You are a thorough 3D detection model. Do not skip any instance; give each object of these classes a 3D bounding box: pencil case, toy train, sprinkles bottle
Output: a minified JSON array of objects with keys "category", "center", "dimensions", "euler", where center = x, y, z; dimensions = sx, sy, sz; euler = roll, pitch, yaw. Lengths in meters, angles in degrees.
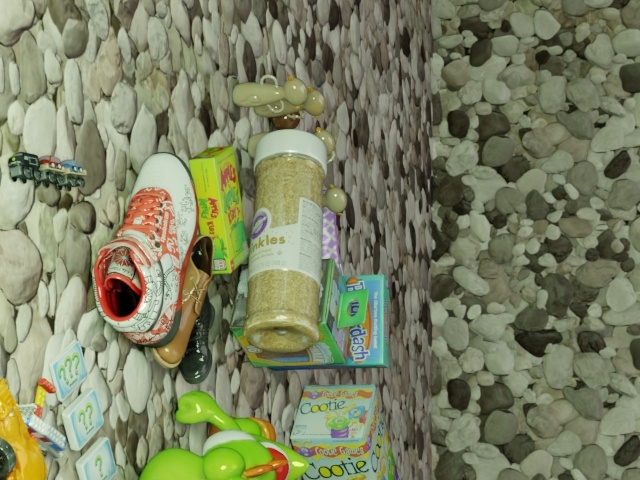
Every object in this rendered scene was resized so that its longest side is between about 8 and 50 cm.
[{"category":"pencil case","center":[0.000,0.000,2.442],"dimensions":[0.086,0.088,0.206],"euler":[-32,117,-74]},{"category":"toy train","center":[-0.315,-0.081,1.488],"dimensions":[0.158,0.027,0.036],"euler":[10,67,-73]},{"category":"sprinkles bottle","center":[-0.053,-0.002,2.042],"dimensions":[0.121,0.121,0.355],"euler":[62,25,-55]}]

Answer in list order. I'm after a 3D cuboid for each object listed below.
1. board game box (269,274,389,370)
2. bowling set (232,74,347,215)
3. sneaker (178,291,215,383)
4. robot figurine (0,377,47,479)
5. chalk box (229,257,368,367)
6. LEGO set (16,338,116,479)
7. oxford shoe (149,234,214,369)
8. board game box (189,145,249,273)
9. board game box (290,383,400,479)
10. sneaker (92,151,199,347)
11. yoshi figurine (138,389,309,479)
[{"category":"board game box","center":[0.015,0.145,2.247],"dimensions":[0.047,0.210,0.160],"euler":[39,49,-69]},{"category":"bowling set","center":[-0.034,-0.200,2.240],"dimensions":[0.200,0.154,0.287],"euler":[-72,154,-50]},{"category":"sneaker","center":[-0.187,0.115,1.852],"dimensions":[0.089,0.051,0.170],"euler":[67,21,-49]},{"category":"robot figurine","center":[-0.322,0.294,1.270],"dimensions":[0.211,0.085,0.291],"euler":[-57,140,-57]},{"category":"chalk box","center":[-0.022,0.120,2.117],"dimensions":[0.132,0.213,0.132],"euler":[66,26,-51]},{"category":"LEGO set","center":[-0.291,0.237,1.461],"dimensions":[0.244,0.060,0.182],"euler":[-48,129,-67]},{"category":"oxford shoe","center":[-0.190,0.076,1.765],"dimensions":[0.076,0.076,0.212],"euler":[36,45,-35]},{"category":"board game box","center":[-0.156,-0.048,1.993],"dimensions":[0.092,0.043,0.181],"euler":[-47,132,-68]},{"category":"board game box","center":[0.052,0.421,2.442],"dimensions":[0.142,0.144,0.275],"euler":[-72,153,-50]},{"category":"sneaker","center":[-0.226,-0.003,1.662],"dimensions":[0.145,0.090,0.270],"euler":[46,46,-70]},{"category":"yoshi figurine","center":[-0.158,0.328,1.791],"dimensions":[0.203,0.203,0.362],"euler":[-50,173,-4]}]
